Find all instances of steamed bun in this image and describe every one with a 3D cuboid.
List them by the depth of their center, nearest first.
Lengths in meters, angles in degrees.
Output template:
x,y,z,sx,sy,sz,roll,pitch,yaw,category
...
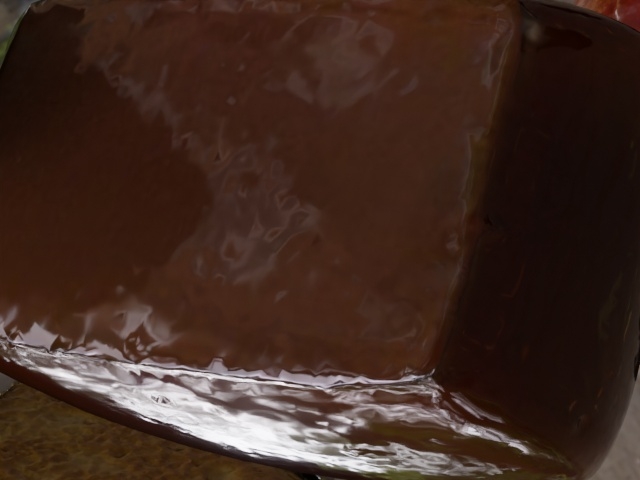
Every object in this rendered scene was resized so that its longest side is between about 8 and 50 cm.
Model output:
x,y,z,sx,sy,sz,roll,pitch,yaw,category
0.000,0.000,0.701,0.379,0.235,0.248,4,164,35,steamed bun

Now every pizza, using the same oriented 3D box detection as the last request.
x,y,z,sx,sy,sz,roll,pitch,yaw,category
-0.128,0.211,1.070,0.435,0.391,0.080,-39,-43,-60,pizza

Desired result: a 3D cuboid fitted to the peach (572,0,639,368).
x,y,z,sx,sy,sz,roll,pitch,yaw,category
0.318,-0.068,0.939,0.370,0.370,0.370,59,176,7,peach
